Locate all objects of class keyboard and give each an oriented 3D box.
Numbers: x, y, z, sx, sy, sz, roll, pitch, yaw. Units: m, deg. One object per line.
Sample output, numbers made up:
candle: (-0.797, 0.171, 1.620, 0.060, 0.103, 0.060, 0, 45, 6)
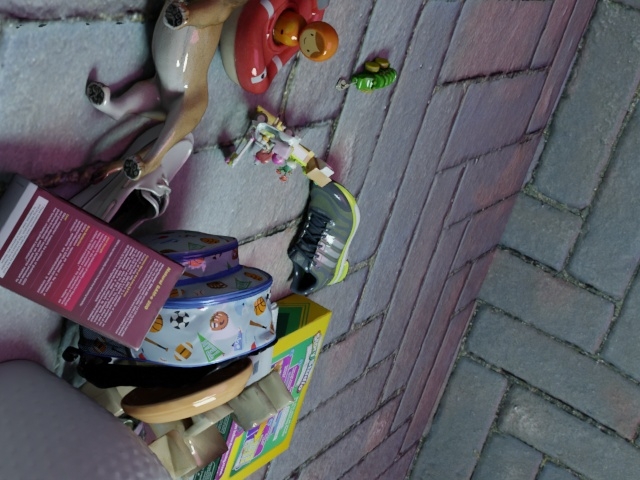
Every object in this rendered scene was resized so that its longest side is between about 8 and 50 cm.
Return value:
keyboard: (-0.117, 0.235, 1.849, 0.072, 0.014, 0.256, -27, 135, -45)

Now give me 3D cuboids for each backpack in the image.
backpack: (-0.200, 0.093, 1.453, 0.276, 0.263, 0.213, -27, 123, -54)

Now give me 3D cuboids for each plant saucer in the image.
plant saucer: (-0.192, 0.221, 1.437, 0.200, 0.200, 0.037, -26, 101, -55)

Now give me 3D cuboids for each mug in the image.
mug: (-0.381, 0.392, 1.316, 0.374, 0.328, 0.276, -50, 154, -27)

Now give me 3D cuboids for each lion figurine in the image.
lion figurine: (-0.179, -0.256, 1.309, 0.392, 0.142, 0.240, -58, 170, 29)

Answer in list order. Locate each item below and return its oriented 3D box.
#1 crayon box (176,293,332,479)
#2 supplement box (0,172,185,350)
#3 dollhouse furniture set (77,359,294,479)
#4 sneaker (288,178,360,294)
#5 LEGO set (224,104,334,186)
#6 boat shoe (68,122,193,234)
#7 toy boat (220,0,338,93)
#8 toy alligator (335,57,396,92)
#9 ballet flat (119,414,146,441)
crayon box: (-0.137, 0.318, 2.041, 0.313, 0.106, 0.363, -21, 134, -59)
supplement box: (-0.307, 0.030, 1.245, 0.239, 0.073, 0.130, 33, 84, -32)
dollhouse furniture set: (-0.226, 0.375, 1.656, 0.256, 0.394, 0.362, -37, 173, 32)
sneaker: (0.000, 0.000, 1.979, 0.121, 0.111, 0.300, -38, 146, -37)
LEGO set: (-0.080, -0.137, 1.642, 0.107, 0.132, 0.287, -53, 164, 0)
boat shoe: (-0.256, -0.068, 1.375, 0.267, 0.088, 0.096, -44, 151, -36)
toy boat: (-0.042, -0.313, 1.472, 0.231, 0.151, 0.151, -51, 155, -25)
toy alligator: (0.101, -0.311, 1.905, 0.190, 0.051, 0.056, -33, 143, -50)
ballet flat: (-0.371, 0.348, 1.639, 0.221, 0.077, 0.079, -34, 127, -57)
